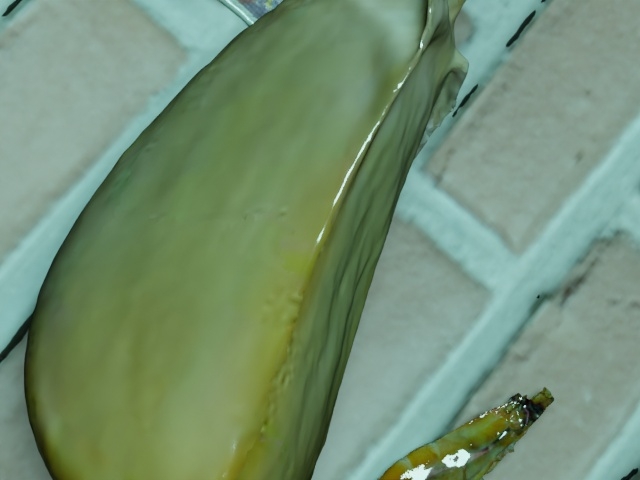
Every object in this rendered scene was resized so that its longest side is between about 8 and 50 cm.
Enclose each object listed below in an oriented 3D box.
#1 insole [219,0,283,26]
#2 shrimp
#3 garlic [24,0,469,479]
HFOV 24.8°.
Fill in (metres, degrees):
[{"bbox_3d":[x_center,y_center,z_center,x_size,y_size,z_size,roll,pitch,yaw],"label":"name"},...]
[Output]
[{"bbox_3d":[-0.048,-0.151,0.750,0.197,0.004,0.065,43,78,-8],"label":"insole"},{"bbox_3d":[0.085,0.132,0.762,0.127,0.025,0.091,-43,98,-8],"label":"shrimp"},{"bbox_3d":[-0.001,-0.010,0.664,0.151,0.196,0.338,37,77,-26],"label":"garlic"}]
